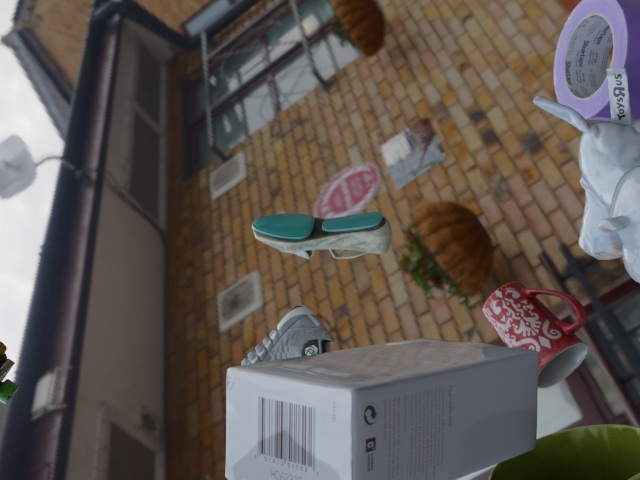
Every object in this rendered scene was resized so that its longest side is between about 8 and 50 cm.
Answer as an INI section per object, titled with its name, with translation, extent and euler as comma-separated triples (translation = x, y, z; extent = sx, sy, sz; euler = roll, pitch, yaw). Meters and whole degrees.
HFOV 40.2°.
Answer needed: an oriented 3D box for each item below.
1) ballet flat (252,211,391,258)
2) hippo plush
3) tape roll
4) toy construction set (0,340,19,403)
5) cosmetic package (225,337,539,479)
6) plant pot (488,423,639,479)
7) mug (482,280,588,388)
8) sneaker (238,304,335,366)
[ballet flat]
translation = 0.000, 0.000, 1.020
extent = 0.057, 0.168, 0.052
euler = -67, -29, -53
[hippo plush]
translation = 0.455, -0.066, 1.138
extent = 0.236, 0.234, 0.294
euler = -95, -17, -66
[tape roll]
translation = 0.437, -0.273, 1.321
extent = 0.080, 0.189, 0.189
euler = 2, -139, -18
[toy construction set]
translation = -0.619, 0.234, 1.411
extent = 0.237, 0.257, 0.309
euler = 28, 163, -10
[cosmetic package]
translation = 0.105, 0.246, 1.255
extent = 0.453, 0.230, 0.161
euler = -1, -88, -47
[plant pot]
translation = 0.447, 0.487, 1.399
extent = 0.275, 0.275, 0.293
euler = -35, -73, -75
[mug]
translation = 0.387, 0.150, 1.543
extent = 0.169, 0.150, 0.113
euler = 52, -174, 37
[sneaker]
translation = -0.061, 0.236, 1.550
extent = 0.132, 0.228, 0.086
euler = 42, -172, 29
